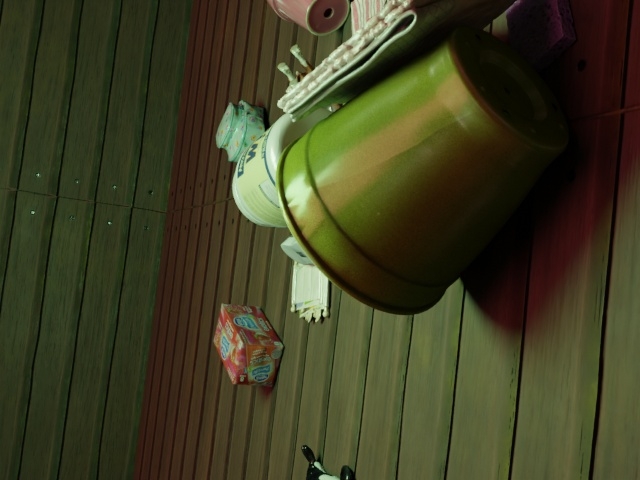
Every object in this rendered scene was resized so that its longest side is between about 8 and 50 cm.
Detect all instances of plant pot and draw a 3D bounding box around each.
[{"bbox_3d":[-0.021,-0.626,2.003,0.180,0.201,0.201,56,135,36],"label":"plant pot"},{"bbox_3d":[0.176,-0.129,1.222,0.353,0.366,0.367,-44,42,38],"label":"plant pot"}]

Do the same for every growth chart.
[{"bbox_3d":[-0.028,0.119,1.964,0.237,0.021,0.172,171,105,-66],"label":"growth chart"}]

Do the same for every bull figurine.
[{"bbox_3d":[-0.020,-0.369,1.952,0.101,0.188,0.310,-40,39,0],"label":"bull figurine"}]

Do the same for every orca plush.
[{"bbox_3d":[-0.004,0.534,1.671,0.287,0.102,0.151,-125,48,-58],"label":"orca plush"}]

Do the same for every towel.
[{"bbox_3d":[0.116,-0.550,1.844,0.197,0.029,0.144,143,131,-59],"label":"towel"},{"bbox_3d":[0.134,-0.303,1.232,0.332,0.317,0.053,-30,87,49],"label":"towel"}]

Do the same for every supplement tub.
[{"bbox_3d":[-0.066,-0.161,1.874,0.325,0.235,0.236,155,120,-62],"label":"supplement tub"}]

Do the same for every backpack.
[{"bbox_3d":[-0.246,-0.333,2.468,0.166,0.144,0.188,-58,36,34],"label":"backpack"}]

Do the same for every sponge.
[{"bbox_3d":[0.345,-0.375,1.256,0.117,0.031,0.210,139,135,-57],"label":"sponge"}]

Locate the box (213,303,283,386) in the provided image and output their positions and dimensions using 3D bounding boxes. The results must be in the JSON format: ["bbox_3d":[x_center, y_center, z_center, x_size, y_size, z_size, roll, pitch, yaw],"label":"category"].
[{"bbox_3d":[-0.206,0.288,2.189,0.257,0.122,0.128,-133,54,-61],"label":"box"}]

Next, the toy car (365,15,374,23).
[{"bbox_3d":[0.100,-0.359,1.768,0.239,0.053,0.225,117,148,-49],"label":"toy car"}]

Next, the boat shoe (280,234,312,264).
[{"bbox_3d":[0.000,0.000,1.843,0.102,0.108,0.301,-52,13,-13],"label":"boat shoe"}]
